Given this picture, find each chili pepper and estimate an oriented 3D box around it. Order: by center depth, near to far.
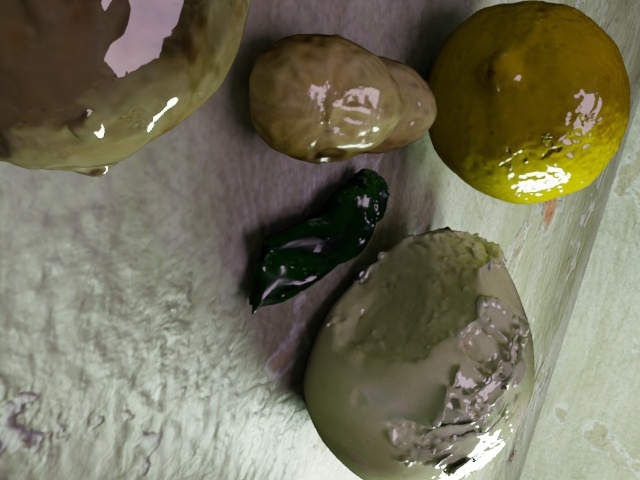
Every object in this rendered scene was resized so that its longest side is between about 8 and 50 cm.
[{"bbox_3d":[0.002,0.001,0.692,0.224,0.061,0.098,-41,146,-41],"label":"chili pepper"}]

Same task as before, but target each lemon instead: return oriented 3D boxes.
[{"bbox_3d":[0.253,-0.167,0.809,0.267,0.267,0.267,-35,135,-44],"label":"lemon"}]

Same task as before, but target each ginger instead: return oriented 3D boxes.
[{"bbox_3d":[-0.141,-0.185,0.288,0.244,0.155,0.304,-54,139,-11],"label":"ginger"}]

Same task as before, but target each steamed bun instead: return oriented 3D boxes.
[{"bbox_3d":[0.156,0.176,0.850,0.334,0.233,0.312,-48,143,-16],"label":"steamed bun"}]

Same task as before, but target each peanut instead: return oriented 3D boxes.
[{"bbox_3d":[0.032,-0.126,0.605,0.236,0.120,0.110,-7,75,-50],"label":"peanut"}]

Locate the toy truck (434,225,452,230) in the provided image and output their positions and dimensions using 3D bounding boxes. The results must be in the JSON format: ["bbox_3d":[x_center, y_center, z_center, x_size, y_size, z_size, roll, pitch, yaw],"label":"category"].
[{"bbox_3d":[0.199,0.018,1.008,0.056,0.073,0.090,-39,164,14],"label":"toy truck"}]
